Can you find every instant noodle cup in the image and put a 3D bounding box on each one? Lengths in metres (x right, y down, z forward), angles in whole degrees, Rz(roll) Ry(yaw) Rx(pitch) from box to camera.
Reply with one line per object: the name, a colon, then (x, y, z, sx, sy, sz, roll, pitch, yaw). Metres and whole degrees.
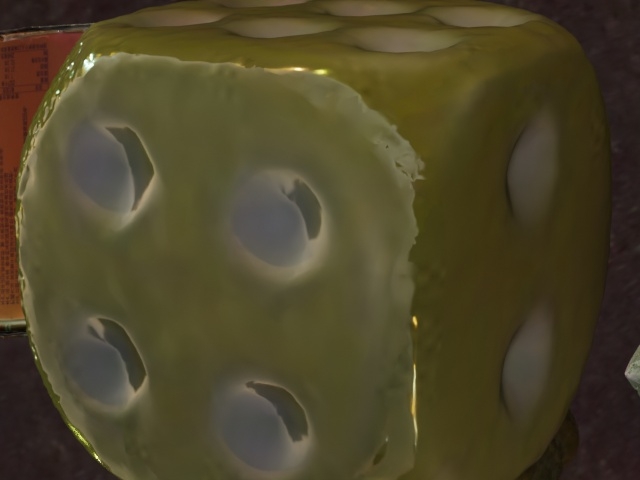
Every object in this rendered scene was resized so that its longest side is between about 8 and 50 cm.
instant noodle cup: (-0.172, -0.047, 1.094, 0.296, 0.296, 0.214, -2, 92, 37)

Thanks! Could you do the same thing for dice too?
dice: (0.000, 0.000, 0.733, 0.238, 0.226, 0.233, 9, 108, 32)

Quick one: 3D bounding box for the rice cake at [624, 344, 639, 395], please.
rice cake: (0.438, 0.100, 1.697, 0.043, 0.237, 0.127, 5, 145, 43)

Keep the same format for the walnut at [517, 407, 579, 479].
walnut: (0.208, 0.259, 1.919, 0.253, 0.277, 0.282, -33, 42, 4)
